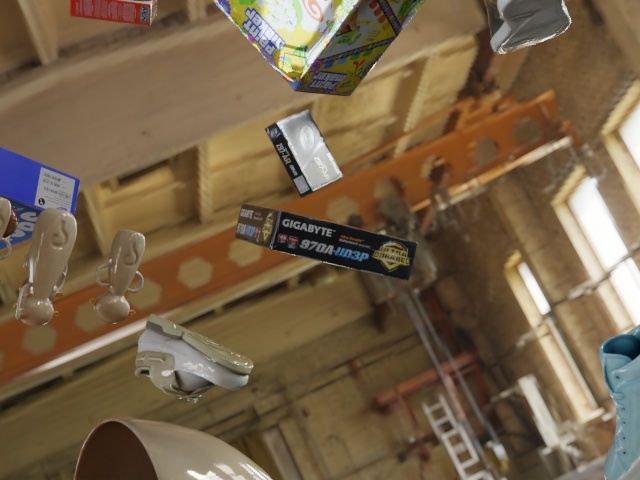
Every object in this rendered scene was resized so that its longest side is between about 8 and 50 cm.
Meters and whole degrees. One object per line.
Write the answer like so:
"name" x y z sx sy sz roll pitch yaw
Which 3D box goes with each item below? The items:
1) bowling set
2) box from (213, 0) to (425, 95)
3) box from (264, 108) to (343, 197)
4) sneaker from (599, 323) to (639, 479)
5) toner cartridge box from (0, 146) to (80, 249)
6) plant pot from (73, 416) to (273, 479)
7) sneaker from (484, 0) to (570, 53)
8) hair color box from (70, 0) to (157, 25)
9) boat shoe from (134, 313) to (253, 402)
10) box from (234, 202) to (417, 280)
"bowling set" -0.393 0.031 1.593 0.287 0.154 0.200 18 -7 -34
"box" -0.005 -0.428 1.888 0.279 0.290 0.177 -49 -21 24
"box" -0.017 -0.092 1.273 0.018 0.083 0.067 -27 1 36
"sneaker" 0.464 0.205 1.749 0.135 0.150 0.366 -56 -14 -62
"toner cartridge box" -0.535 -0.048 1.834 0.165 0.075 0.348 25 -28 -38
"plant pot" -0.150 0.342 1.406 0.191 0.284 0.284 0 -27 -33
"sneaker" 0.245 -0.334 1.525 0.104 0.147 0.296 -20 -9 7
"hair color box" -0.360 -0.413 2.103 0.141 0.072 0.043 7 -61 -1
"boat shoe" -0.199 0.196 1.848 0.113 0.103 0.302 27 -6 -27
"box" 0.000 0.000 1.492 0.175 0.051 0.220 14 0 -15
